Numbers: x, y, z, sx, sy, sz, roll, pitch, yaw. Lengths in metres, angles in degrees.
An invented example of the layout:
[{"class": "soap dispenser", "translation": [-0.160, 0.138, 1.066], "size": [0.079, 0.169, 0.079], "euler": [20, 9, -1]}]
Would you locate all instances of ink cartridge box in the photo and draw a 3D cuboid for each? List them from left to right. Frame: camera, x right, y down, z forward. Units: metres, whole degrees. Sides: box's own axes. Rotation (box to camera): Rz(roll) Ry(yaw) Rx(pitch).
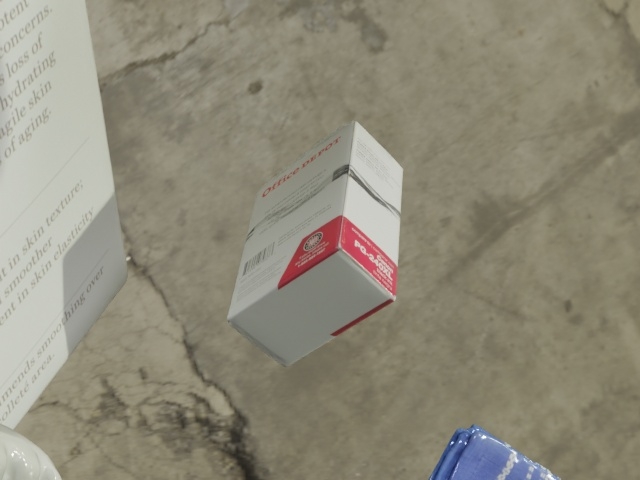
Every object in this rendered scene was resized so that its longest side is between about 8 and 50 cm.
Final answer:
[{"class": "ink cartridge box", "translation": [0.000, 0.000, 0.828], "size": [0.063, 0.109, 0.150], "euler": [41, 33, -24]}]

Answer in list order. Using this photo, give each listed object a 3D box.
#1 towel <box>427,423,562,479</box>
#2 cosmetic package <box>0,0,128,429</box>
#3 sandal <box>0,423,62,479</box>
[{"class": "towel", "translation": [0.204, 0.329, 0.919], "size": [0.336, 0.040, 0.243], "euler": [31, 72, 2]}, {"class": "cosmetic package", "translation": [-0.357, -0.050, 0.725], "size": [0.327, 0.393, 0.329], "euler": [18, 46, 16]}, {"class": "sandal", "translation": [-0.261, 0.089, 0.455], "size": [0.169, 0.102, 0.416], "euler": [-51, 149, -9]}]
